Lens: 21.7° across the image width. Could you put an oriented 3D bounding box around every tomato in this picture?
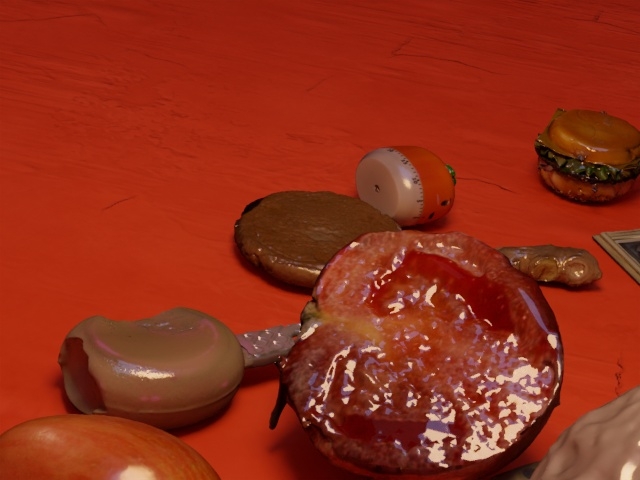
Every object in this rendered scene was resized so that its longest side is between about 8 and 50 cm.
[{"bbox_3d":[0.112,0.142,1.681,0.309,0.170,0.309,-7,53,9],"label":"tomato"}]

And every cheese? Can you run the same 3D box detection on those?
[{"bbox_3d":[-0.127,0.124,1.757,0.286,0.082,0.163,-9,33,-32],"label":"cheese"}]

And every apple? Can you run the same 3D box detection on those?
[{"bbox_3d":[-0.194,0.253,1.334,0.241,0.242,0.242,15,28,28],"label":"apple"}]

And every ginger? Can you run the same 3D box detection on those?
[{"bbox_3d":[0.260,0.032,2.050,0.173,0.051,0.069,-4,24,-10],"label":"ginger"}]

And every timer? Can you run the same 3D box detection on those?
[{"bbox_3d":[0.121,-0.070,2.157,0.136,0.099,0.136,16,31,-10],"label":"timer"}]

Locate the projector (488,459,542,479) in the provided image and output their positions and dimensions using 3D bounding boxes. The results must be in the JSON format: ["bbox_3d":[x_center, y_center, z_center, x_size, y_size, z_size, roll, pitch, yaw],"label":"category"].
[{"bbox_3d":[0.294,0.267,1.575,0.269,0.088,0.193,0,32,-12],"label":"projector"}]

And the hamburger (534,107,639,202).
[{"bbox_3d":[0.372,-0.115,2.293,0.164,0.093,0.189,23,33,23],"label":"hamburger"}]

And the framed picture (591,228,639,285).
[{"bbox_3d":[0.510,0.049,2.099,0.232,0.019,0.296,-5,30,-22],"label":"framed picture"}]

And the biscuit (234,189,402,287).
[{"bbox_3d":[0.000,0.000,2.049,0.225,0.042,0.226,7,27,-4],"label":"biscuit"}]

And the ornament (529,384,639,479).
[{"bbox_3d":[0.303,0.264,1.325,0.337,0.337,0.337,5,28,-3],"label":"ornament"}]
